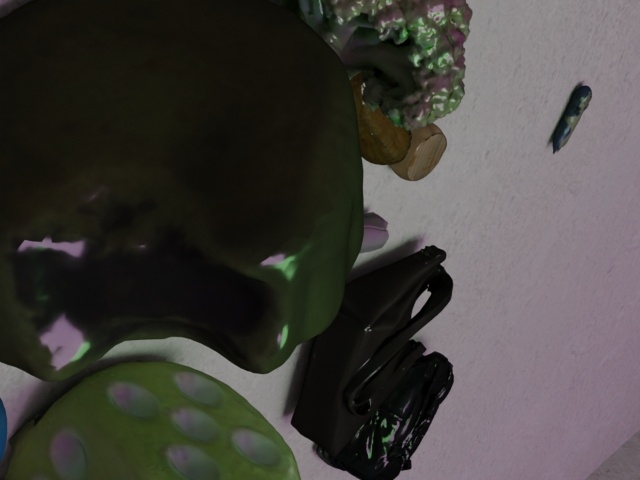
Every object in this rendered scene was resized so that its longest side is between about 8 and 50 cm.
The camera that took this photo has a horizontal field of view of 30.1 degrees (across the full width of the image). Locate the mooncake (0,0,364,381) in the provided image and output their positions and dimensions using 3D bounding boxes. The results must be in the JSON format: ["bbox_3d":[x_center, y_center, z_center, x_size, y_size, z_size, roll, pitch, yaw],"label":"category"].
[{"bbox_3d":[-0.137,-0.047,0.944,0.351,0.351,0.187,-37,150,-26],"label":"mooncake"}]

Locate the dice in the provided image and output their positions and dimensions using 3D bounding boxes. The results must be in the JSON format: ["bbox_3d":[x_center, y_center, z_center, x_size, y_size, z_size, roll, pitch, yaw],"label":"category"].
[{"bbox_3d":[-0.193,0.300,1.341,0.250,0.254,0.252,-3,127,-55],"label":"dice"}]

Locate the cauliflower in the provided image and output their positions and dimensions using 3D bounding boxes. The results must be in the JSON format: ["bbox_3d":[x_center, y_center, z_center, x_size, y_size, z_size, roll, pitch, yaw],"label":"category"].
[{"bbox_3d":[0.019,-0.205,1.160,0.315,0.239,0.256,-45,-162,26],"label":"cauliflower"}]

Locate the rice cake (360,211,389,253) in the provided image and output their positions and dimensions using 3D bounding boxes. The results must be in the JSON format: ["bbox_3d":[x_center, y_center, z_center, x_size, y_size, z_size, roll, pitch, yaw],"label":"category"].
[{"bbox_3d":[-0.001,0.000,1.496,0.270,0.049,0.055,-6,115,-52],"label":"rice cake"}]

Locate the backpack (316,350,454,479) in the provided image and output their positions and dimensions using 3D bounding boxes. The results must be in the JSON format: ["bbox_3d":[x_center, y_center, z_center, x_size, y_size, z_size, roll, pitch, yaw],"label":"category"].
[{"bbox_3d":[0.125,0.291,1.968,0.258,0.133,0.206,-55,156,-8],"label":"backpack"}]

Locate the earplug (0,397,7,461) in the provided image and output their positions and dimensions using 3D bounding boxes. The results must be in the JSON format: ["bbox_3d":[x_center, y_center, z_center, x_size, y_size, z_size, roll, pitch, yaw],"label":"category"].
[{"bbox_3d":[-0.397,0.141,0.992,0.132,0.132,0.273,-51,149,-2],"label":"earplug"}]

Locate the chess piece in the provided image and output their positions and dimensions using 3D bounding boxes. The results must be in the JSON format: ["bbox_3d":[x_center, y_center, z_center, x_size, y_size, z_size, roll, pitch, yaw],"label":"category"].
[{"bbox_3d":[0.128,-0.118,1.563,0.084,0.038,0.083,-36,150,-24],"label":"chess piece"}]

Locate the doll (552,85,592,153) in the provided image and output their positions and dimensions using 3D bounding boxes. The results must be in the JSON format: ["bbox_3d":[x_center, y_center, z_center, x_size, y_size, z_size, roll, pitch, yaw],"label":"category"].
[{"bbox_3d":[0.399,-0.191,1.895,0.037,0.027,0.125,-27,144,-51],"label":"doll"}]

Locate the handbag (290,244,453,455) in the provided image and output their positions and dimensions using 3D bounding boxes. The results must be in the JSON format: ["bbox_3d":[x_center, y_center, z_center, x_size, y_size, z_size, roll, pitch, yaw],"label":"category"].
[{"bbox_3d":[0.082,0.154,1.750,0.257,0.113,0.285,-34,148,-43],"label":"handbag"}]

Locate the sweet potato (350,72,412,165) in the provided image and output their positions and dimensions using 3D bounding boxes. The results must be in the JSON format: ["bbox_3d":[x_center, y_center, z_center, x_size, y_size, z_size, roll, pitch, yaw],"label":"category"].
[{"bbox_3d":[0.054,-0.157,1.385,0.081,0.062,0.233,-60,152,-18],"label":"sweet potato"}]
